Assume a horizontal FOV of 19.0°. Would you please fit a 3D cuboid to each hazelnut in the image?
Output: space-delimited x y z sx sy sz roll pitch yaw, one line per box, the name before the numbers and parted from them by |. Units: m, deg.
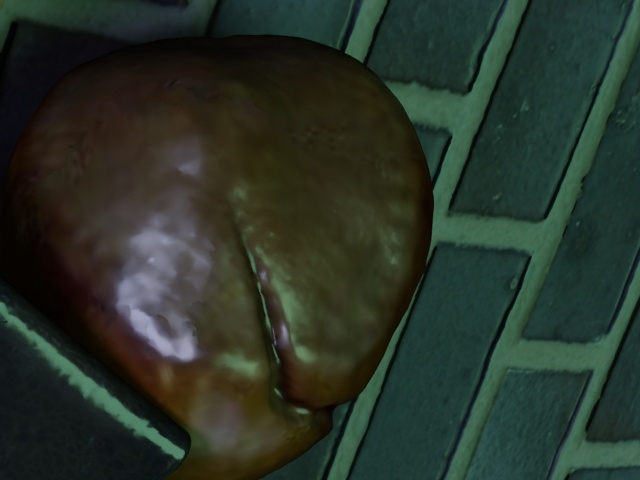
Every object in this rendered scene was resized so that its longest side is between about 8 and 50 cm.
hazelnut | -0.082 0.013 1.429 0.372 0.315 0.372 -45 166 -14

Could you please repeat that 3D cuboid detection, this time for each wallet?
wallet | -0.251 0.089 1.243 0.170 0.044 0.321 -43 110 11

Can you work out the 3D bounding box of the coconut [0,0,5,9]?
coconut | -0.306 -0.174 1.152 0.233 0.233 0.245 -39 131 -21
